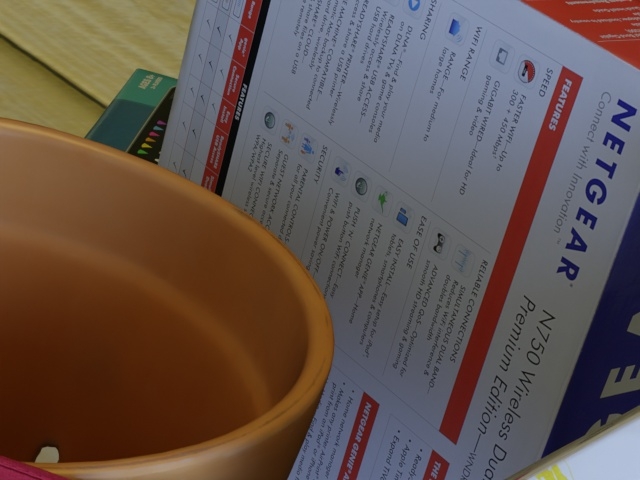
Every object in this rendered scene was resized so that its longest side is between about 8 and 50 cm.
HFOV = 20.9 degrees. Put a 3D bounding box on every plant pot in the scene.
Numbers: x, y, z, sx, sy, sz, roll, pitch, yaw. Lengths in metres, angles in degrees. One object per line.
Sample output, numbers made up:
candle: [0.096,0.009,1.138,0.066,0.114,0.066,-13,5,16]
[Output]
plant pot: [-0.157,0.095,0.734,0.291,0.203,0.291,12,25,-6]

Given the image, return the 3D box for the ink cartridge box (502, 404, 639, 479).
ink cartridge box: [0.090,0.106,0.529,0.090,0.143,0.092,61,23,9]

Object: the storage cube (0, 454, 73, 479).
storage cube: [-0.067,0.214,0.526,0.184,0.215,0.193,21,23,-17]

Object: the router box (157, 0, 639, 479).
router box: [0.036,0.010,0.867,0.082,0.335,0.301,-8,35,-41]

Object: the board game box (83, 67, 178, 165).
board game box: [0.000,0.000,1.166,0.336,0.079,0.254,16,25,1]
